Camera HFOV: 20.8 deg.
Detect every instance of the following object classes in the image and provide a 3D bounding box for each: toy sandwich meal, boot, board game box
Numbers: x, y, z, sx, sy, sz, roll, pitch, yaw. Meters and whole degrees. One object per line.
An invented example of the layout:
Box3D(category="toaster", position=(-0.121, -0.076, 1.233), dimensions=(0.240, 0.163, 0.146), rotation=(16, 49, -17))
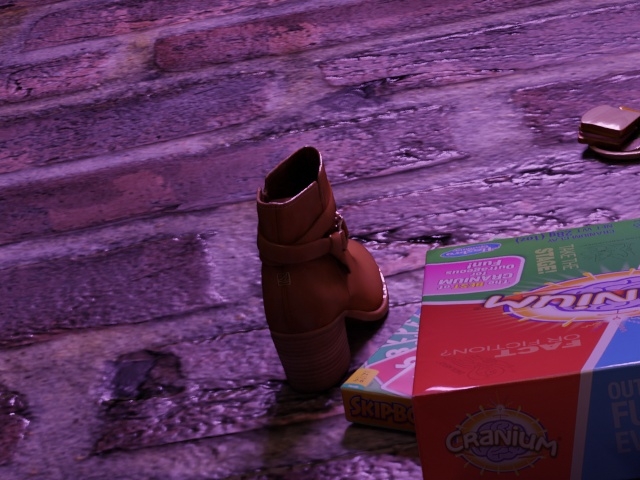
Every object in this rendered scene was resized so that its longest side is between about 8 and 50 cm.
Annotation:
Box3D(category="toy sandwich meal", position=(0.268, -0.098, 1.521), dimensions=(0.085, 0.029, 0.085), rotation=(-9, 24, 4))
Box3D(category="boot", position=(0.000, 0.000, 1.274), dimensions=(0.073, 0.152, 0.197), rotation=(-7, 24, 11))
Box3D(category="board game box", position=(0.132, 0.060, 1.236), dimensions=(0.124, 0.039, 0.259), rotation=(6, 26, 32))
Box3D(category="board game box", position=(0.180, 0.055, 1.026), dimensions=(0.242, 0.064, 0.316), rotation=(-9, 12, 6))
